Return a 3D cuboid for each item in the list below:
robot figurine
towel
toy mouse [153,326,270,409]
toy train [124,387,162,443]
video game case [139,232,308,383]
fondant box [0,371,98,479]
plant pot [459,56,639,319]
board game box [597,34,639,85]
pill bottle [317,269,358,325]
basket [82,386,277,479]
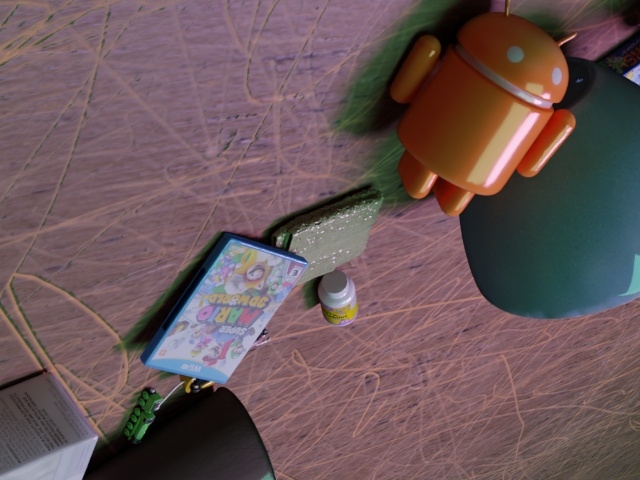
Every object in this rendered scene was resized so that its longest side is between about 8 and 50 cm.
[{"bbox_3d":[0.159,-0.134,1.593,0.219,0.158,0.128,-57,160,18],"label":"robot figurine"},{"bbox_3d":[0.000,0.000,1.731,0.148,0.027,0.110,-23,150,-33],"label":"towel"},{"bbox_3d":[-0.107,0.106,1.747,0.161,0.031,0.143,-21,150,-39],"label":"toy mouse"},{"bbox_3d":[-0.196,0.196,1.780,0.017,0.024,0.083,-17,147,-42],"label":"toy train"},{"bbox_3d":[-0.099,0.073,1.665,0.119,0.015,0.166,18,113,-46],"label":"video game case"},{"bbox_3d":[-0.396,0.280,1.541,0.330,0.096,0.238,-20,149,-37],"label":"fondant box"},{"bbox_3d":[0.268,-0.083,1.741,0.290,0.290,0.195,-35,120,-13],"label":"plant pot"},{"bbox_3d":[0.384,-0.181,1.980,0.136,0.035,0.201,-35,156,-14],"label":"board game box"},{"bbox_3d":[0.020,0.065,1.851,0.043,0.043,0.083,-36,156,-11],"label":"pill bottle"},{"bbox_3d":[-0.179,0.304,1.836,0.227,0.154,0.204,-24,120,-23],"label":"basket"}]
